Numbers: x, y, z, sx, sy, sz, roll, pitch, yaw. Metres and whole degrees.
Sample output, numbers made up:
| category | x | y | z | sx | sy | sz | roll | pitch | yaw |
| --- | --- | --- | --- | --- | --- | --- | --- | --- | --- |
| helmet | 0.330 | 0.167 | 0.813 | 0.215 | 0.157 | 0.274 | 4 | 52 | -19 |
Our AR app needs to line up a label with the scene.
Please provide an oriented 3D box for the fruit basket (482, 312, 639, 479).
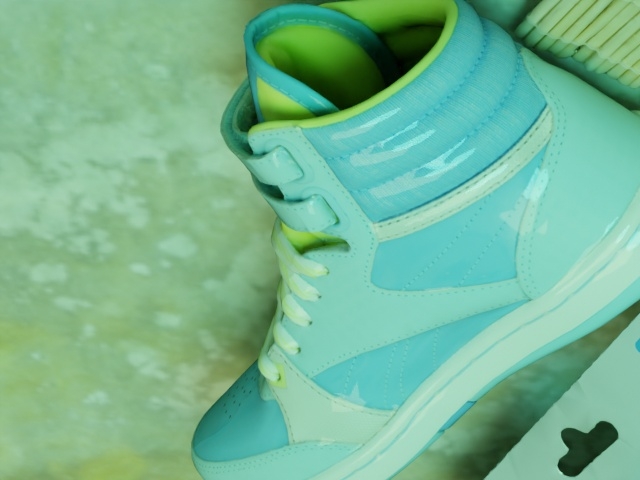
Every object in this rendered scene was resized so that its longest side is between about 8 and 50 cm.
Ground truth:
| category | x | y | z | sx | sy | sz | roll | pitch | yaw |
| --- | --- | --- | --- | --- | --- | --- | --- | --- | --- |
| fruit basket | 0.239 | 0.207 | 0.888 | 0.353 | 0.165 | 0.327 | 35 | 142 | 2 |

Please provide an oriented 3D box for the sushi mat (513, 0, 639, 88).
| category | x | y | z | sx | sy | sz | roll | pitch | yaw |
| --- | --- | --- | --- | --- | --- | --- | --- | --- | --- |
| sushi mat | 0.183 | -0.095 | 0.689 | 0.151 | 0.019 | 0.316 | 21 | 169 | -6 |

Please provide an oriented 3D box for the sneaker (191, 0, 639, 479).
| category | x | y | z | sx | sy | sz | roll | pitch | yaw |
| --- | --- | --- | --- | --- | --- | --- | --- | --- | --- |
| sneaker | 0.000 | 0.000 | 0.870 | 0.208 | 0.127 | 0.319 | 36 | 121 | -24 |
